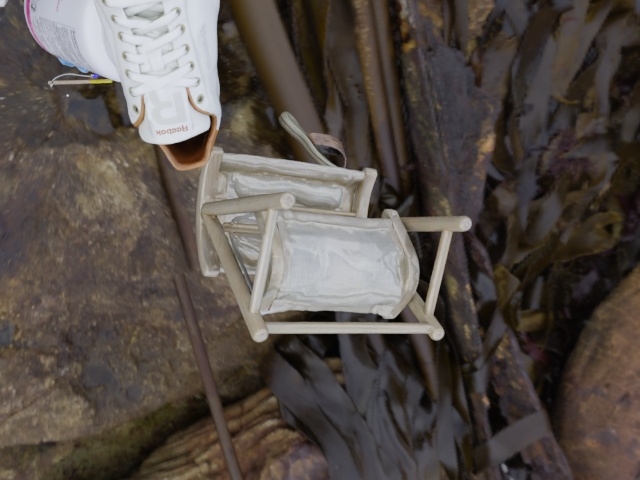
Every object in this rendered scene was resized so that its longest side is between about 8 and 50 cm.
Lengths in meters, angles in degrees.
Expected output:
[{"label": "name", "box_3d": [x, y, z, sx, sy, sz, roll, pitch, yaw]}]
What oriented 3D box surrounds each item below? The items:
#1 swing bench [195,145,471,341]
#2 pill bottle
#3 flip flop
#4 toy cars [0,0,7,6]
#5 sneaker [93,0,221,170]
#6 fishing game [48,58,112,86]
[{"label": "swing bench", "box_3d": [0.000, 0.000, 0.945, 0.253, 0.254, 0.165, 5, 106, -28]}, {"label": "pill bottle", "box_3d": [-0.304, -0.322, 1.122, 0.160, 0.283, 0.160, -22, 124, -36]}, {"label": "flip flop", "box_3d": [0.005, -0.238, 1.923, 0.080, 0.112, 0.277, -44, 70, 4]}, {"label": "toy cars", "box_3d": [-0.412, -0.418, 0.933, 0.087, 0.393, 0.177, 18, 87, -16]}, {"label": "sneaker", "box_3d": [-0.133, -0.165, 0.684, 0.105, 0.290, 0.123, -9, 64, 1]}, {"label": "fishing game", "box_3d": [-0.456, -0.413, 1.595, 0.189, 0.264, 0.041, -3, 145, 6]}]
